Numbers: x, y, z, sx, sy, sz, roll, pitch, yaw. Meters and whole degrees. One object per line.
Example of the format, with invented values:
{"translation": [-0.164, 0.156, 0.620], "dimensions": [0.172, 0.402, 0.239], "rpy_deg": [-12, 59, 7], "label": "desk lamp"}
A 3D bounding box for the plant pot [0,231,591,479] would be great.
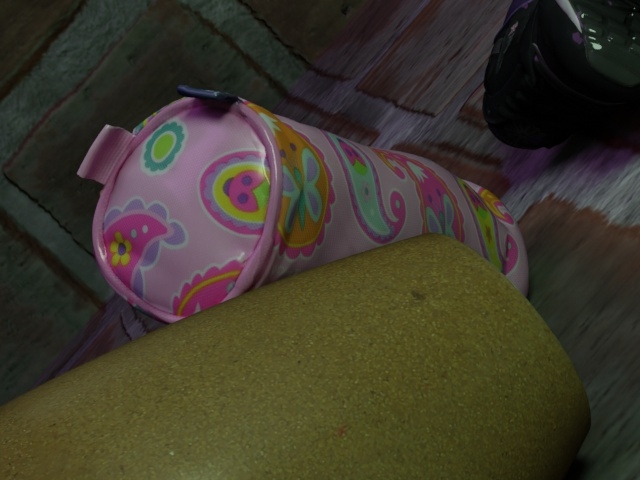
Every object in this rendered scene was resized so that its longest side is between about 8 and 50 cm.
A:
{"translation": [-0.012, 0.119, 0.860], "dimensions": [0.254, 0.237, 0.237], "rpy_deg": [-36, 8, -16], "label": "plant pot"}

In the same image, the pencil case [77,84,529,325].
{"translation": [0.000, 0.000, 1.030], "dimensions": [0.124, 0.124, 0.284], "rpy_deg": [-45, -28, 19], "label": "pencil case"}

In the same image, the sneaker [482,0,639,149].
{"translation": [0.159, -0.100, 1.220], "dimensions": [0.124, 0.107, 0.283], "rpy_deg": [-61, 5, 14], "label": "sneaker"}
